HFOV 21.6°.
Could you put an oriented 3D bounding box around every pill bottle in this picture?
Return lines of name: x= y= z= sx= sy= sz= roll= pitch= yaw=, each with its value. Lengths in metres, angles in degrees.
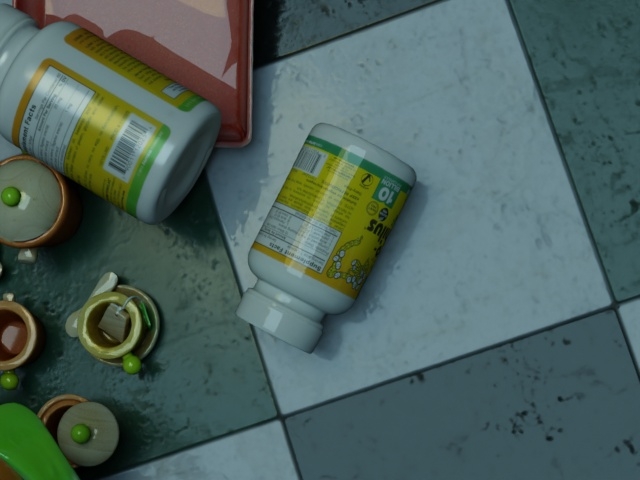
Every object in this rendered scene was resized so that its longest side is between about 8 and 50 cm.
pill bottle: x=-0.234 y=-0.132 z=1.665 sx=0.245 sy=0.136 sz=0.136 roll=31 pitch=89 yaw=8
pill bottle: x=0.000 y=0.000 z=1.660 sx=0.117 sy=0.117 sz=0.208 roll=27 pitch=88 yaw=13

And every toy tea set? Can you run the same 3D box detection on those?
toy tea set: x=-0.285 y=0.068 z=1.701 sx=0.200 sy=0.124 sz=0.336 roll=-37 pitch=78 yaw=4

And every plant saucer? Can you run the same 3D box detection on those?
plant saucer: x=-0.190 y=-0.228 z=1.742 sx=0.259 sy=0.048 sz=0.259 roll=2 pitch=95 yaw=12

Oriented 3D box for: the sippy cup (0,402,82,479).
sippy cup: x=-0.347 y=0.260 z=1.615 sx=0.305 sy=0.240 sz=0.224 roll=-44 pitch=87 yaw=10
